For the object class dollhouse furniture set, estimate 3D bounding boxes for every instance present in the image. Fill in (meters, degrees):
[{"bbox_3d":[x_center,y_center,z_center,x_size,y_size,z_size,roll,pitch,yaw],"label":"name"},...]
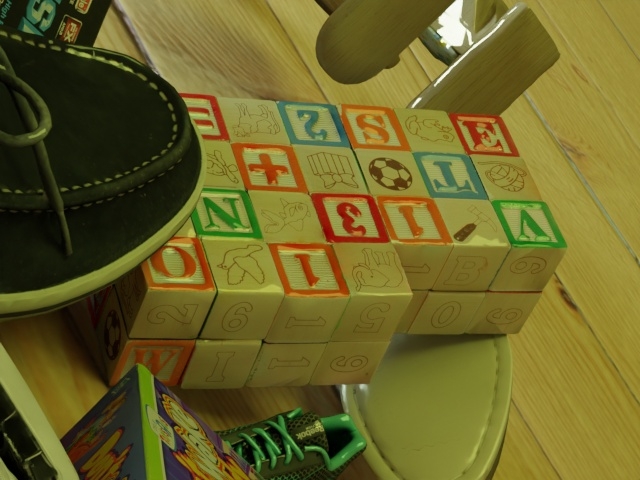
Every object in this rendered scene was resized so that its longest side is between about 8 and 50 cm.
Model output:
[{"bbox_3d":[-0.084,-0.237,1.401,0.362,0.256,0.394,49,3,39],"label":"dollhouse furniture set"}]

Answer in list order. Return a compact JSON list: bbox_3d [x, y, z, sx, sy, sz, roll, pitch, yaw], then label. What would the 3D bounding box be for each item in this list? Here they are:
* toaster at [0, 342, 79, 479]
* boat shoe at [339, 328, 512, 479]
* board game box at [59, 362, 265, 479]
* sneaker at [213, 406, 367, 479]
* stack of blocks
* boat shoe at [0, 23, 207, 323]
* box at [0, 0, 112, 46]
[{"bbox_3d":[-0.200,0.100,0.780,0.227,0.146,0.129,56,25,14],"label":"toaster"},{"bbox_3d":[0.068,0.083,1.316,0.324,0.116,0.097,-100,-179,-51],"label":"boat shoe"},{"bbox_3d":[-0.024,0.197,0.871,0.233,0.078,0.347,44,2,-11],"label":"board game box"},{"bbox_3d":[-0.034,0.125,1.116,0.166,0.076,0.065,4,49,-58],"label":"sneaker"},{"bbox_3d":[0.000,0.000,1.197,0.297,0.087,0.171,1,46,-25],"label":"stack of blocks"},{"bbox_3d":[-0.220,-0.068,0.916,0.500,0.156,0.187,1,44,-51],"label":"boat shoe"},{"bbox_3d":[-0.224,-0.231,1.072,0.073,0.296,0.293,22,-1,44],"label":"box"}]
